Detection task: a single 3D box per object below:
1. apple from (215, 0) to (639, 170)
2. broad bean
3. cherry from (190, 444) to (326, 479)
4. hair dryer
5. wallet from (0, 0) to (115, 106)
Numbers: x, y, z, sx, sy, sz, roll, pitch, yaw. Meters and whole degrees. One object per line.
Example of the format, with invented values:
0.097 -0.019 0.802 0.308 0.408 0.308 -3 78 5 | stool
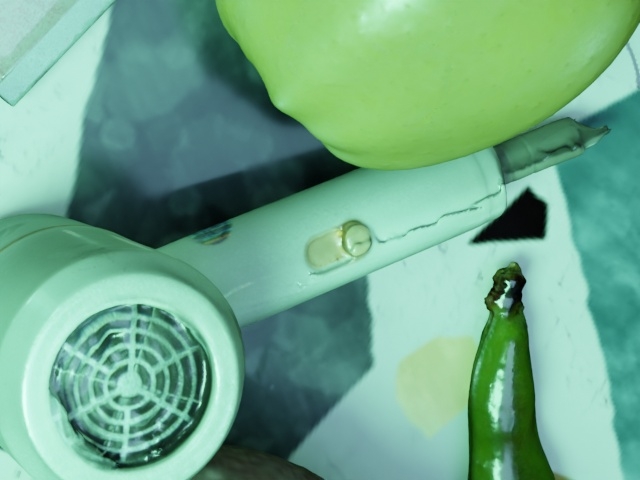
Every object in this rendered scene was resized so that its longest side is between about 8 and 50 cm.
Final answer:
0.051 -0.131 0.654 0.200 0.200 0.200 -2 101 -13 | apple
0.110 0.159 0.792 0.060 0.043 0.298 -18 103 -19 | broad bean
-0.048 0.235 0.683 0.261 0.221 0.307 38 103 -9 | cherry
0.000 0.000 0.691 0.357 0.173 0.108 -24 107 -21 | hair dryer
-0.108 -0.187 0.685 0.232 0.025 0.119 -46 107 -1 | wallet
